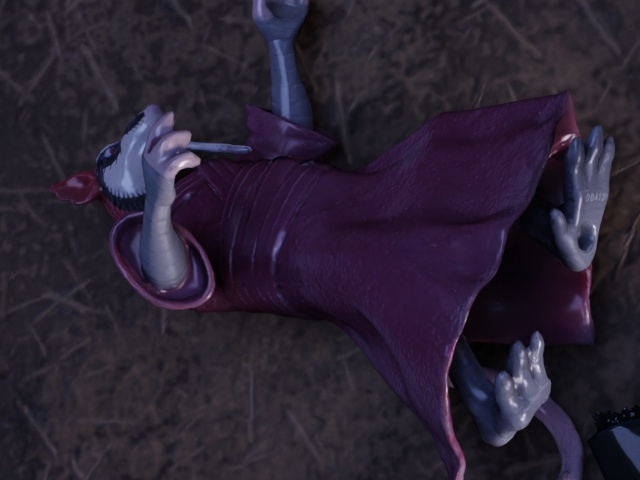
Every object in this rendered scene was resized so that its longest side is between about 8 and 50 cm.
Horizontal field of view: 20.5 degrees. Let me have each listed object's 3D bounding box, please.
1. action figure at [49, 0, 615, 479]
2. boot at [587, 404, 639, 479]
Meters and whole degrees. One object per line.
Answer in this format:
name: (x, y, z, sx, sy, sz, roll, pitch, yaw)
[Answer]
action figure: (0.000, 0.000, 1.104, 0.370, 0.248, 0.276, 8, 125, 33)
boot: (0.286, 0.156, 0.980, 0.246, 0.094, 0.207, -20, 77, 21)
